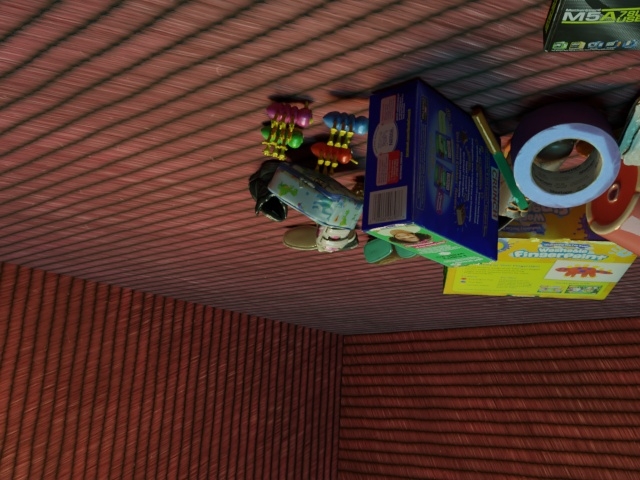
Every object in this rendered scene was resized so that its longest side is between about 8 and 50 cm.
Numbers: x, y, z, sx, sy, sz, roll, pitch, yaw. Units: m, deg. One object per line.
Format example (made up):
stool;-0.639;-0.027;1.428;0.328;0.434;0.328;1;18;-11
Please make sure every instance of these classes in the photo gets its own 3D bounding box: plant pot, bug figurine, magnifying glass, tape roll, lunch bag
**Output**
plant pot;0.708;-0.071;1.463;0.243;0.275;0.275;15;163;-9
bug figurine;-0.010;-0.211;1.410;0.216;0.072;0.279;12;168;-7
magnifying glass;0.350;-0.155;1.378;0.026;0.092;0.231;-25;117;16
tape roll;0.453;-0.158;1.322;0.189;0.080;0.189;4;130;5
lunch bag;-0.007;-0.104;1.608;0.176;0.090;0.219;34;-169;26

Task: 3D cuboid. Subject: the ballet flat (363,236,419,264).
ballet flat;0.254;0.005;2.110;0.124;0.116;0.342;-12;172;-25

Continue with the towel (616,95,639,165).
towel;0.686;-0.199;1.265;0.282;0.049;0.187;1;147;5

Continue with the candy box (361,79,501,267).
candy box;0.221;-0.112;1.350;0.122;0.268;0.317;-8;161;41

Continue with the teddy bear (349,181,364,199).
teddy bear;0.215;-0.124;1.663;0.245;0.113;0.338;15;170;-15

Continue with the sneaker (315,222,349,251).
sneaker;0.044;-0.031;1.980;0.103;0.111;0.252;5;164;-7

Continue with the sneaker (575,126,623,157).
sneaker;0.586;-0.201;1.374;0.175;0.064;0.067;-9;146;17

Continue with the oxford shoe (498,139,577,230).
oxford shoe;0.438;-0.121;1.510;0.130;0.133;0.364;6;159;-7

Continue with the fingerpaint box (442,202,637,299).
fingerpaint box;0.552;0.007;1.835;0.444;0.163;0.371;1;155;7

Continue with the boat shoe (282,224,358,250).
boat shoe;0.000;0.000;2.148;0.233;0.084;0.079;-3;156;15

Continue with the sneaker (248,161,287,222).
sneaker;-0.131;-0.099;1.739;0.087;0.130;0.227;10;166;-16

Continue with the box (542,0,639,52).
box;0.415;-0.322;0.967;0.190;0.045;0.184;1;167;7
